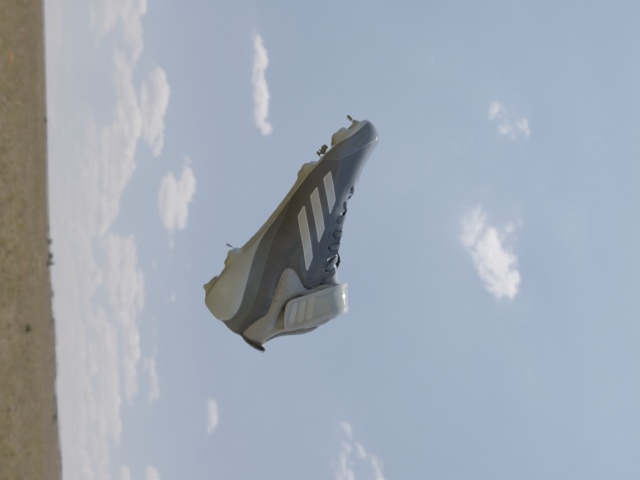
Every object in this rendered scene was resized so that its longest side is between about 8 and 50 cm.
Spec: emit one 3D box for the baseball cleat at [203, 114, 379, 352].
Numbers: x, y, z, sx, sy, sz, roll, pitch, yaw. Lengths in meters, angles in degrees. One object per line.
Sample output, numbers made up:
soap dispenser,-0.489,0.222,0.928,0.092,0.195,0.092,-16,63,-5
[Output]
baseball cleat,0.000,0.000,0.568,0.206,0.109,0.072,-49,176,-5
